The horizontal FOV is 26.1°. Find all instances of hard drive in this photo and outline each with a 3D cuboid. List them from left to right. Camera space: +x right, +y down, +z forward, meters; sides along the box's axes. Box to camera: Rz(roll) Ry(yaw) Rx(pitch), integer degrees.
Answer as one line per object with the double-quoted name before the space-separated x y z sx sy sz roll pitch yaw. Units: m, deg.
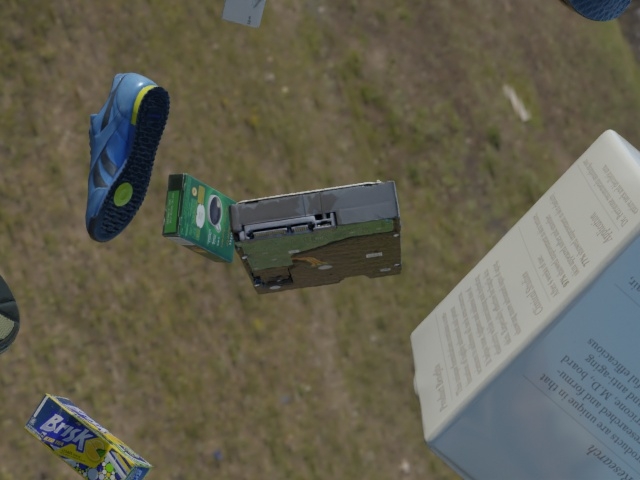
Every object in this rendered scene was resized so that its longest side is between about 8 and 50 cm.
"hard drive" 0.000 0.000 2.034 0.339 0.237 0.064 73 8 -75

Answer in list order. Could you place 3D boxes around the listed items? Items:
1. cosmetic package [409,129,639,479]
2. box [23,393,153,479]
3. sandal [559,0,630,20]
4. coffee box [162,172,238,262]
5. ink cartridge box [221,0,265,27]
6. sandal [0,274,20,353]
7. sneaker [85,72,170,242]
"cosmetic package" 0.359 0.140 1.690 0.327 0.394 0.329 39 15 -12
"box" -0.304 0.270 1.807 0.169 0.059 0.054 33 0 24
"sandal" 0.185 -0.256 1.093 0.254 0.097 0.054 26 14 -47
"coffee box" -0.204 -0.036 2.373 0.184 0.040 0.113 28 63 -60
"ink cartridge box" -0.087 -0.340 1.758 0.122 0.052 0.088 -85 -171 -52
"sandal" -0.441 0.015 1.529 0.303 0.120 0.086 57 -38 18
"sneaker" -0.253 -0.103 1.697 0.069 0.082 0.209 9 102 -59
